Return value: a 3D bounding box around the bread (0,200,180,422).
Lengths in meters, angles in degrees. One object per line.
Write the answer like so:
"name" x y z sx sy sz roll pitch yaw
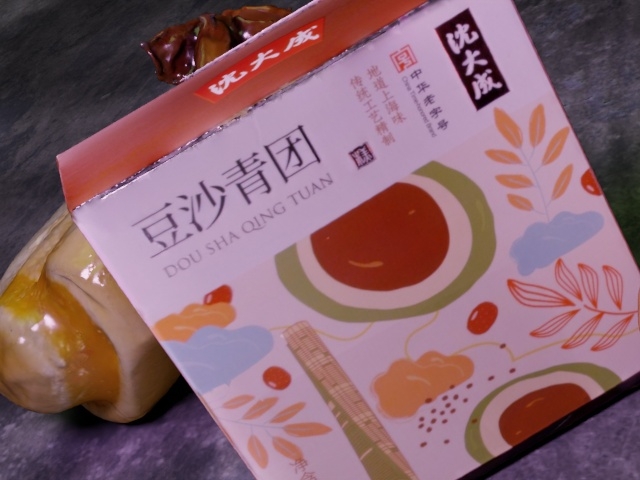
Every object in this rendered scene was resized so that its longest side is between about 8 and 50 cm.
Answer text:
"bread" -0.190 0.048 1.514 0.300 0.210 0.341 -31 19 48

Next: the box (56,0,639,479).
"box" 0.045 0.016 1.162 0.344 0.385 0.122 -30 28 1

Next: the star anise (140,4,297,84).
"star anise" -0.076 -0.205 1.761 0.237 0.148 0.346 -3 -3 18

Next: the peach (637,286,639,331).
"peach" 0.317 0.049 1.069 0.184 0.184 0.184 -23 30 14
